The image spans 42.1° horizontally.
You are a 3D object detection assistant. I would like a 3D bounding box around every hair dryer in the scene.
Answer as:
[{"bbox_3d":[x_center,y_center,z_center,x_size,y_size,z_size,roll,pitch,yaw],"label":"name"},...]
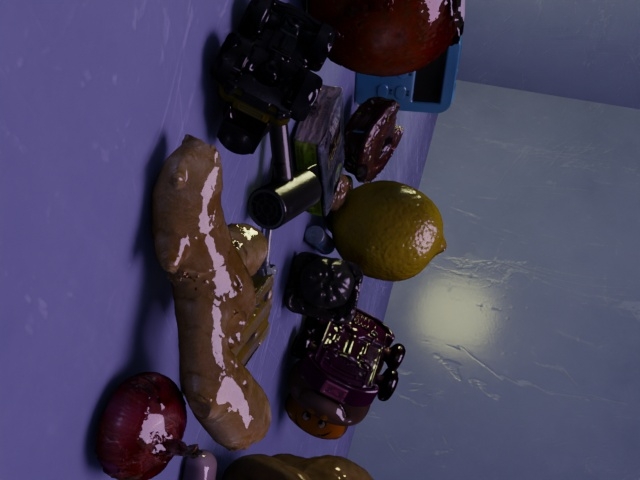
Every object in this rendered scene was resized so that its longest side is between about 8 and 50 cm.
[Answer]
[{"bbox_3d":[-0.056,-0.164,1.489,0.195,0.078,0.248,-36,127,-57],"label":"hair dryer"}]

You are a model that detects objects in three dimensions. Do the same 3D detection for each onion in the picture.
[{"bbox_3d":[-0.204,0.248,1.067,0.150,0.140,0.150,7,90,-67],"label":"onion"}]

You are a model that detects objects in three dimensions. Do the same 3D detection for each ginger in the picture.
[{"bbox_3d":[-0.153,0.074,1.123,0.348,0.122,0.363,57,36,-55],"label":"ginger"}]

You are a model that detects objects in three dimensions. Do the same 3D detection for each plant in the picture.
[{"bbox_3d":[0.007,0.109,1.877,0.256,0.165,0.141,98,6,-80],"label":"plant"}]

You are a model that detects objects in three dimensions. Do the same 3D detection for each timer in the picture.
[{"bbox_3d":[0.221,-0.434,2.098,0.091,0.250,0.231,-66,162,-49],"label":"timer"},{"bbox_3d":[0.048,-0.092,2.125,0.128,0.047,0.140,87,19,-46],"label":"timer"}]

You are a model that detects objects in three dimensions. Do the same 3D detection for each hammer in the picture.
[{"bbox_3d":[-0.096,-0.038,1.565,0.103,0.029,0.246,-40,139,-72],"label":"hammer"}]

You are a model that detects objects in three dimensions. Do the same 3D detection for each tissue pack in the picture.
[{"bbox_3d":[0.002,-0.189,1.751,0.235,0.073,0.173,86,19,-54],"label":"tissue pack"}]

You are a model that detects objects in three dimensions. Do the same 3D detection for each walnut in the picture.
[{"bbox_3d":[-0.041,0.559,1.576,0.383,0.384,0.383,12,90,-78],"label":"walnut"},{"bbox_3d":[0.027,-0.118,1.934,0.079,0.083,0.096,-144,-112,-68],"label":"walnut"}]

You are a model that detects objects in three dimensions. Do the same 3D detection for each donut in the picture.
[{"bbox_3d":[0.125,-0.257,2.122,0.216,0.096,0.230,-59,161,-2],"label":"donut"}]

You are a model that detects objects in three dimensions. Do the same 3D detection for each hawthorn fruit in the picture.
[{"bbox_3d":[0.126,-0.443,1.528,0.316,0.316,0.315,12,90,-78],"label":"hawthorn fruit"}]

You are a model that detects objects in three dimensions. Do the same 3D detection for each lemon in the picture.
[{"bbox_3d":[0.161,-0.023,2.000,0.267,0.267,0.267,12,90,-78],"label":"lemon"}]

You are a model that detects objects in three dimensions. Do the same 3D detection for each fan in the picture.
[{"bbox_3d":[-0.217,0.479,1.420,0.130,0.074,0.244,5,92,-67],"label":"fan"}]

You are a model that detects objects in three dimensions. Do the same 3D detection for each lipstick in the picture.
[{"bbox_3d":[0.000,0.000,1.986,0.158,0.048,0.048,42,60,-76],"label":"lipstick"}]

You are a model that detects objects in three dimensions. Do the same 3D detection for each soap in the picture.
[{"bbox_3d":[-0.151,0.150,1.374,0.233,0.076,0.135,-56,155,-58],"label":"soap"}]

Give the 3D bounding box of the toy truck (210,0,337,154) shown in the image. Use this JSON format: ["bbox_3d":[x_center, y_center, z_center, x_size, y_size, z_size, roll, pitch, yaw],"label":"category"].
[{"bbox_3d":[-0.079,-0.242,1.227,0.165,0.147,0.224,-55,-167,51],"label":"toy truck"}]

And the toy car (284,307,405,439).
[{"bbox_3d":[0.044,0.333,2.091,0.240,0.271,0.340,-64,177,32],"label":"toy car"}]
